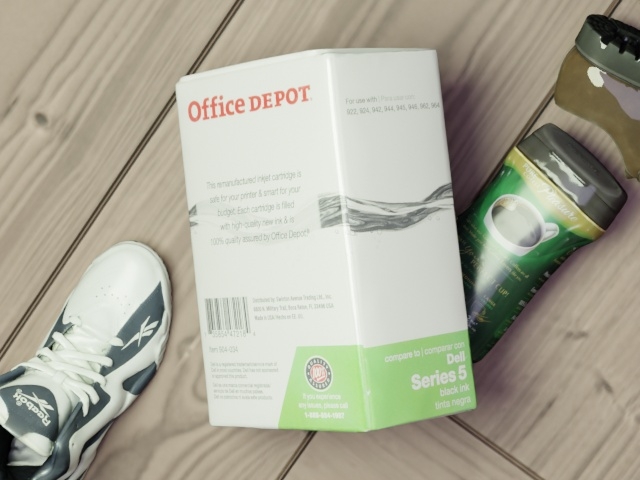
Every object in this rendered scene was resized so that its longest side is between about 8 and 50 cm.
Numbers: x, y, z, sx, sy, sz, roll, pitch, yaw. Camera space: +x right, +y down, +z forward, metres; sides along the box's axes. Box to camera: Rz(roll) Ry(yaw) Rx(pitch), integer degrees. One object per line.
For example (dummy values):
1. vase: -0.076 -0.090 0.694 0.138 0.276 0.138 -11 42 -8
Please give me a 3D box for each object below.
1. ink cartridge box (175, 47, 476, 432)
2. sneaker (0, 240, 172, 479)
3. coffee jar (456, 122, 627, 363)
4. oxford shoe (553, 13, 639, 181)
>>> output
1. ink cartridge box: 0.000 0.000 1.410 0.198 0.115 0.272 -4 92 51
2. sneaker: -0.201 0.111 1.476 0.094 0.153 0.235 35 97 6
3. coffee jar: 0.147 0.001 1.450 0.184 0.079 0.096 -46 77 9
4. oxford shoe: 0.282 -0.078 1.435 0.227 0.083 0.096 32 116 7
